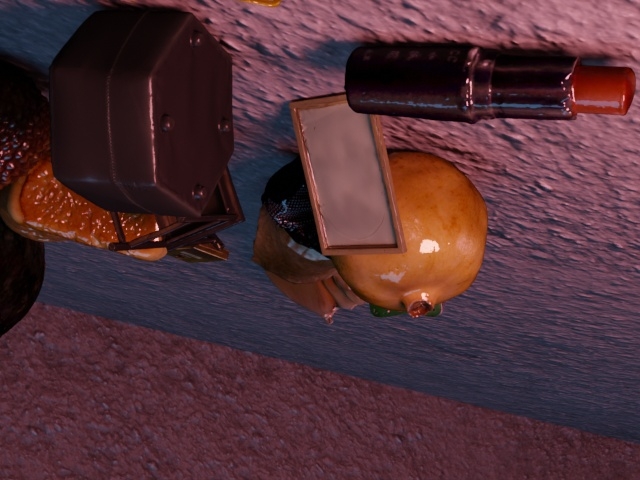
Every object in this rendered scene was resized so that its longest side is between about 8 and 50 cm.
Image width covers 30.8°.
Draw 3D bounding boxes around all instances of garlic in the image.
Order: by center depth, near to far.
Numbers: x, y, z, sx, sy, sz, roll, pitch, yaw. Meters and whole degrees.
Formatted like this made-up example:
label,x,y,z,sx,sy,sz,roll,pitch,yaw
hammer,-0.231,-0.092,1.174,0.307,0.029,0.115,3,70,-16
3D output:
label,x,y,z,sx,sy,sz,roll,pitch,yaw
garlic,-0.001,0.056,2.135,0.217,0.110,0.228,21,154,11

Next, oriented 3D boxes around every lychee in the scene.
label,x,y,z,sx,sy,sz,roll,pitch,yaw
lychee,-0.448,-0.147,1.545,0.188,0.188,0.188,11,166,3

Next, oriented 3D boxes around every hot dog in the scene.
label,x,y,z,sx,sy,sz,roll,pitch,yaw
hot dog,-0.352,-0.057,1.823,0.257,0.150,0.153,16,-174,-7

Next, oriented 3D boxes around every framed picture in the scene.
label,x,y,z,sx,sy,sz,roll,pitch,yaw
framed picture,0.033,-0.079,1.431,0.136,0.200,0.010,-2,-165,44

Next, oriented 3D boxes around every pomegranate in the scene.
label,x,y,z,sx,sy,sz,roll,pitch,yaw
pomegranate,0.114,-0.012,1.551,0.233,0.233,0.233,11,166,3

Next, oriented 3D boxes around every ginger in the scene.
label,x,y,z,sx,sy,sz,roll,pitch,yaw
ginger,0.000,0.000,1.835,0.221,0.130,0.275,13,164,16

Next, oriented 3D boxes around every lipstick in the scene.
label,x,y,z,sx,sy,sz,roll,pitch,yaw
lipstick,0.170,-0.159,1.193,0.300,0.081,0.081,6,165,22

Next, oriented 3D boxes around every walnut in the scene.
label,x,y,z,sx,sy,sz,roll,pitch,yaw
walnut,-0.458,-0.067,1.946,0.167,0.149,0.166,14,-161,-5

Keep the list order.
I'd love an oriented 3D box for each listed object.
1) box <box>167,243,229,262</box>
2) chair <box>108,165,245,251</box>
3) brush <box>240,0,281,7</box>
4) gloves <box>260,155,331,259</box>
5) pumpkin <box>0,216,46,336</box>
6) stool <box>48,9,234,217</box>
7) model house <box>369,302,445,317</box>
label,x,y,z,sx,sy,sz,roll,pitch,yaw
box,-0.259,0.021,2.361,0.090,0.023,0.133,24,161,-38
chair,-0.188,-0.069,1.616,0.141,0.154,0.260,-20,173,26
brush,-0.136,-0.250,1.126,0.205,0.083,0.011,6,134,-18
gloves,0.008,-0.035,1.672,0.106,0.129,0.180,8,144,40
pumpkin,-0.716,0.023,2.076,0.454,0.344,0.454,10,150,6
stool,-0.190,-0.140,1.285,0.141,0.232,0.232,3,164,20
model house,0.182,0.092,2.110,0.167,0.117,0.088,-6,162,42
